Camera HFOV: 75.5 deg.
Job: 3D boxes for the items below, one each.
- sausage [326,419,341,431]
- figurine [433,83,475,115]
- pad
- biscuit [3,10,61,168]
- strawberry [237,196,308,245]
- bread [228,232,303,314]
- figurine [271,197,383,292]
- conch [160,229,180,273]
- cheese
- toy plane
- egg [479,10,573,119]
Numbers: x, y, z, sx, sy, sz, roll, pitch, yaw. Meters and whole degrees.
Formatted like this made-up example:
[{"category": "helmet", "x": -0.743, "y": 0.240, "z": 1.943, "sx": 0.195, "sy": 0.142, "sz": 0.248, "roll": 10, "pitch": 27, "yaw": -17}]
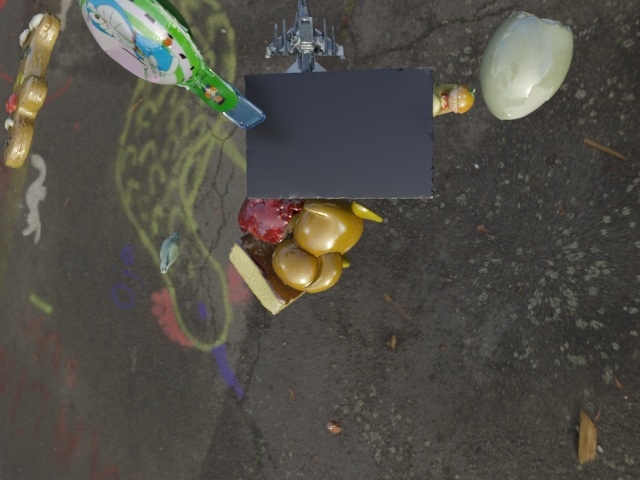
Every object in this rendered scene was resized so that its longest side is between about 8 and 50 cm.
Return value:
[{"category": "sausage", "x": 0.052, "y": 0.672, "z": 1.493, "sx": 0.043, "sy": 0.186, "sz": 0.043, "roll": -3, "pitch": 63, "yaw": 7}, {"category": "figurine", "x": 0.523, "y": -0.575, "z": 1.702, "sx": 0.222, "sy": 0.324, "sz": 0.124, "roll": 7, "pitch": 115, "yaw": 29}, {"category": "pad", "x": 0.034, "y": -0.203, "z": 0.805, "sx": 0.368, "sy": 0.007, "sz": 0.247, "roll": 0, "pitch": 96, "yaw": 6}, {"category": "biscuit", "x": -0.450, "y": -0.229, "z": 0.630, "sx": 0.158, "sy": 0.035, "sz": 0.240, "roll": -4, "pitch": 77, "yaw": 45}, {"category": "strawberry", "x": -0.094, "y": -0.086, "z": 1.192, "sx": 0.274, "sy": 0.274, "sz": 0.220, "roll": 19, "pitch": 97, "yaw": 26}, {"category": "bread", "x": -0.165, "y": 0.090, "z": 1.704, "sx": 0.323, "sy": 0.333, "sz": 0.143, "roll": 51, "pitch": 131, "yaw": 5}, {"category": "figurine", "x": 0.000, "y": -0.007, "z": 0.911, "sx": 0.215, "sy": 0.215, "sz": 0.228, "roll": 33, "pitch": 123, "yaw": 24}, {"category": "conch", "x": -0.523, "y": 0.031, "z": 1.460, "sx": 0.088, "sy": 0.065, "sz": 0.180, "roll": -26, "pitch": 46, "yaw": 38}, {"category": "cheese", "x": -0.224, "y": -0.275, "z": 0.623, "sx": 0.204, "sy": 0.321, "sz": 0.083, "roll": -1, "pitch": 58, "yaw": 58}, {"category": "toy plane", "x": -0.032, "y": -0.415, "z": 0.828, "sx": 0.160, "sy": 0.082, "sz": 0.233, "roll": -2, "pitch": 92, "yaw": -7}, {"category": "egg", "x": 0.688, "y": -0.583, "z": 1.411, "sx": 0.279, "sy": 0.278, "sz": 0.335, "roll": 27, "pitch": 125, "yaw": 25}]
